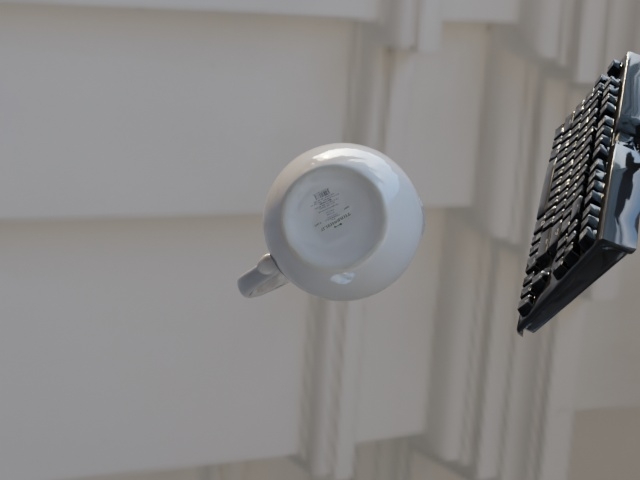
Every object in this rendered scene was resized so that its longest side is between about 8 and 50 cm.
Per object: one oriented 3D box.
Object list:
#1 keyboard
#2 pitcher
[{"bbox_3d":[0.140,-0.037,0.711,0.108,0.023,0.180,-46,-166,36],"label":"keyboard"},{"bbox_3d":[0.000,0.000,1.169,0.125,0.178,0.207,59,4,5],"label":"pitcher"}]
